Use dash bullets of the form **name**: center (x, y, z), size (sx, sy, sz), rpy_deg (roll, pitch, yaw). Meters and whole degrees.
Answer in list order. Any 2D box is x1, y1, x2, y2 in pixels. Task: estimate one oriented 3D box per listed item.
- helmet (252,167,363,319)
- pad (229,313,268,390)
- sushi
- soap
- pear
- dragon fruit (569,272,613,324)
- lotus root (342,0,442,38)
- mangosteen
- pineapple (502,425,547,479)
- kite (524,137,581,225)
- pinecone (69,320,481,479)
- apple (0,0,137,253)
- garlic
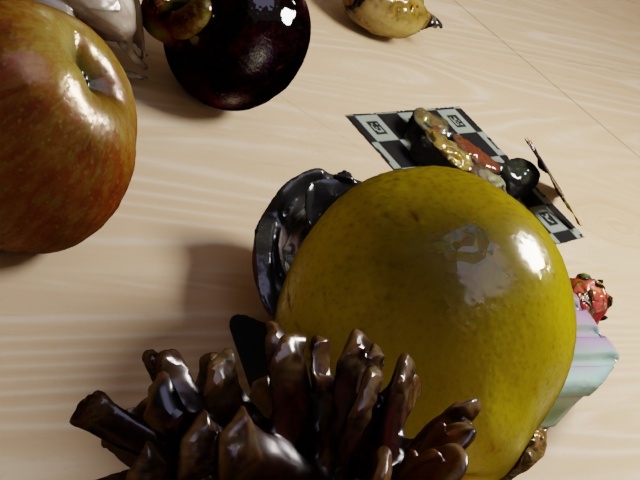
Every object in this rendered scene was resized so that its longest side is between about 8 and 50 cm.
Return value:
- **helmet**: center (0.009, 0.033, 1.674), size (0.198, 0.154, 0.253), rpy_deg (13, 62, -1)
- **pad**: center (0.046, 0.257, 1.530), size (0.375, 0.063, 0.315), rpy_deg (24, 30, -39)
- **sushi**: center (0.266, -0.127, 2.234), size (0.359, 0.064, 0.343), rpy_deg (-10, 53, -52)
- **soap**: center (0.264, 0.156, 1.795), size (0.324, 0.109, 0.193), rpy_deg (5, 42, -45)
- **pear**: center (0.127, 0.065, 1.471), size (0.340, 0.191, 0.386), rpy_deg (-2, 55, -10)
- **dragon fruit**: center (0.401, 0.092, 2.058), size (0.081, 0.086, 0.116), rpy_deg (67, -14, -15)
- **lotus root**: center (0.133, -0.434, 2.470), size (0.221, 0.118, 0.125), rpy_deg (13, 70, -38)
- **mangosteen**: center (-0.142, -0.309, 1.908), size (0.265, 0.228, 0.228), rpy_deg (22, 32, -39)
- **pineapple**: center (0.152, 0.194, 1.598), size (0.251, 0.125, 0.125), rpy_deg (39, 30, -2)
- **kite**: center (0.401, -0.100, 2.295), size (0.183, 0.014, 0.241), rpy_deg (57, 10, -5)
- **pinecone**: center (-0.056, 0.239, 1.166), size (0.384, 0.384, 0.384), rpy_deg (26, 32, -18)
- **apple**: center (-0.329, -0.135, 1.453), size (0.309, 0.250, 0.277), rpy_deg (-16, 65, -52)
- **garlic**: center (-0.360, -0.304, 1.807), size (0.292, 0.210, 0.237), rpy_deg (28, -3, -6)
